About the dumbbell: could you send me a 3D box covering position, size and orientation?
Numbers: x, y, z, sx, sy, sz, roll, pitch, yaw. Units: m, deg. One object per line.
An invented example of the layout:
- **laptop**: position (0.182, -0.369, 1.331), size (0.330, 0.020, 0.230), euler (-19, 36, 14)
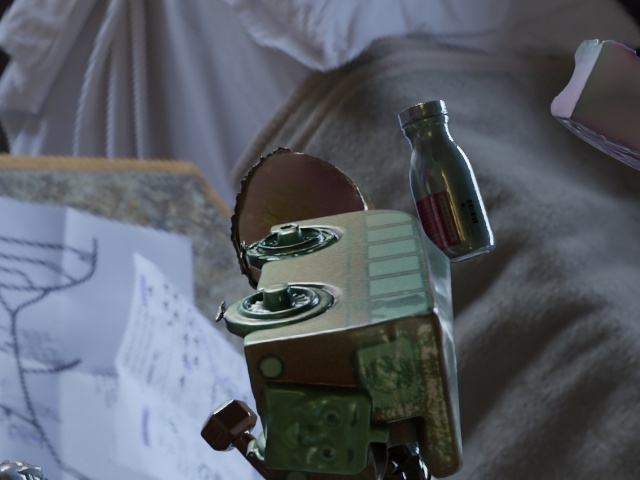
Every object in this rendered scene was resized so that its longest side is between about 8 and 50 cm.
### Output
- **dumbbell**: position (-0.084, 0.349, 1.849), size (0.231, 0.092, 0.082), euler (43, 31, 19)

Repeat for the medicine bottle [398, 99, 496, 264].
- **medicine bottle**: position (0.168, -0.079, 1.620), size (0.090, 0.090, 0.216), euler (-5, 76, -51)

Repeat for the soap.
- **soap**: position (0.396, -0.155, 1.482), size (0.193, 0.109, 0.324), euler (31, 9, 22)

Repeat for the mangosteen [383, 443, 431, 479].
- **mangosteen**: position (0.078, 0.392, 2.089), size (0.243, 0.243, 0.243), euler (27, 28, -16)

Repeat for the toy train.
- **toy train**: position (0.020, 0.064, 0.854), size (0.159, 0.129, 0.326), euler (-7, 15, 3)

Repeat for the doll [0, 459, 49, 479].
- **doll**: position (-0.490, 0.379, 1.850), size (0.094, 0.079, 0.180), euler (51, 15, 26)

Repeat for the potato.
- **potato**: position (0.000, 0.000, 1.782), size (0.229, 0.229, 0.266), euler (44, 7, 17)
